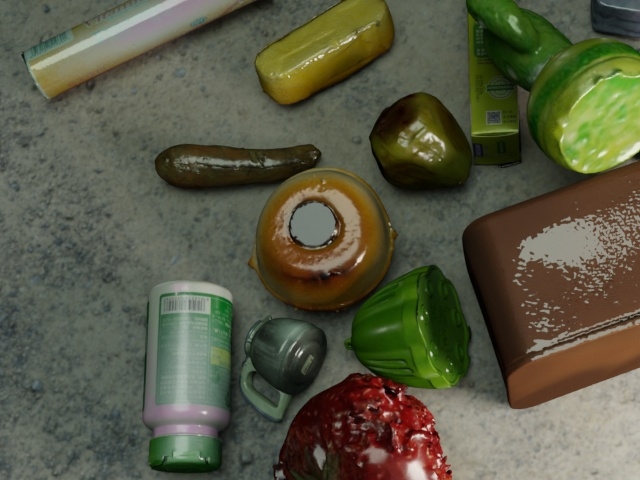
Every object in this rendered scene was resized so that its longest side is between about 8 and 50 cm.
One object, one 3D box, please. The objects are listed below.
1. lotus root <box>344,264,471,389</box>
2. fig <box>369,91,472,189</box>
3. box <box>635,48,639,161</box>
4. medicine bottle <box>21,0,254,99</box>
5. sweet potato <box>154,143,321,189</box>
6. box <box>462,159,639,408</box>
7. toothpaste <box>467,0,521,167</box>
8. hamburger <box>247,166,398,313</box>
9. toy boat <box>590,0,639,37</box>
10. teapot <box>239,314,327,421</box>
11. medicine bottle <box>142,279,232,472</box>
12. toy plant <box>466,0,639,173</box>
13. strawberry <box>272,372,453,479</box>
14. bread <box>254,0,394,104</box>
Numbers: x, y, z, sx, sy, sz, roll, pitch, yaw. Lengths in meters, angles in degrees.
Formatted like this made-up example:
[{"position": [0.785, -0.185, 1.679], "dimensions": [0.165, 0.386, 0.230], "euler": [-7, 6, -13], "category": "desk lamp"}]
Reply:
[{"position": [0.110, 0.140, 1.812], "dimensions": [0.186, 0.186, 0.186], "euler": [-3, 70, 8], "category": "lotus root"}, {"position": [0.158, -0.147, 1.909], "dimensions": [0.165, 0.144, 0.154], "euler": [23, 109, -3], "category": "fig"}, {"position": [0.512, -0.210, 1.833], "dimensions": [0.129, 0.210, 0.148], "euler": [-25, 69, 4], "category": "box"}, {"position": [-0.293, -0.371, 2.086], "dimensions": [0.426, 0.108, 0.108], "euler": [-25, 68, 2], "category": "medicine bottle"}, {"position": [-0.135, -0.121, 1.985], "dimensions": [0.273, 0.075, 0.075], "euler": [-2, 70, 6], "category": "sweet potato"}, {"position": [0.388, 0.059, 1.744], "dimensions": [0.339, 0.239, 0.229], "euler": [-19, 66, 3], "category": "box"}, {"position": [0.273, -0.286, 1.953], "dimensions": [0.077, 0.110, 0.327], "euler": [-3, 70, 11], "category": "toothpaste"}, {"position": [0.004, 0.001, 1.876], "dimensions": [0.237, 0.147, 0.237], "euler": [-3, 74, 10], "category": "hamburger"}, {"position": [0.514, -0.467, 1.998], "dimensions": [0.127, 0.078, 0.283], "euler": [11, 74, 17], "category": "toy boat"}, {"position": [-0.060, 0.179, 1.860], "dimensions": [0.108, 0.149, 0.111], "euler": [25, 37, 32], "category": "teapot"}, {"position": [-0.198, 0.205, 1.841], "dimensions": [0.133, 0.133, 0.274], "euler": [-3, 69, 8], "category": "medicine bottle"}, {"position": [0.334, -0.245, 1.754], "dimensions": [0.184, 0.224, 0.316], "euler": [-46, 44, 14], "category": "toy plant"}, {"position": [0.080, 0.308, 1.724], "dimensions": [0.220, 0.274, 0.274], "euler": [-24, 62, -41], "category": "strawberry"}, {"position": [0.007, -0.315, 2.021], "dimensions": [0.245, 0.094, 0.102], "euler": [-32, 59, -4], "category": "bread"}]
